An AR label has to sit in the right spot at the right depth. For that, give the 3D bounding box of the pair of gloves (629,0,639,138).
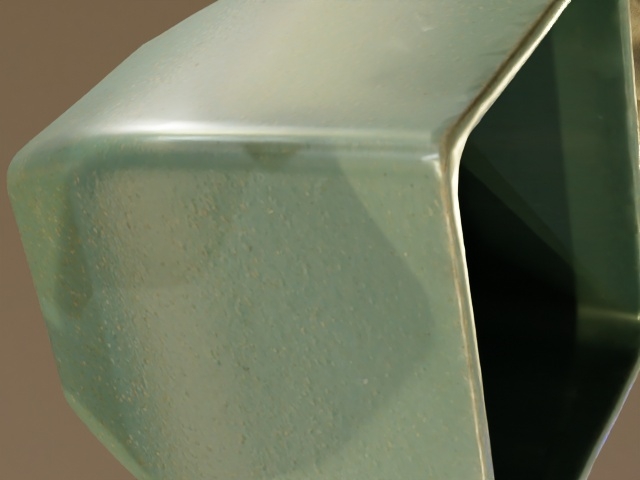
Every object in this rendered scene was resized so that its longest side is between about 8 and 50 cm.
[{"bbox_3d":[0.165,-0.163,1.292,0.240,0.042,0.204,27,-117,-6],"label":"pair of gloves"}]

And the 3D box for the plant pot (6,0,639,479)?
[{"bbox_3d":[0.000,0.000,0.817,0.248,0.252,0.247,-51,-41,-50],"label":"plant pot"}]
